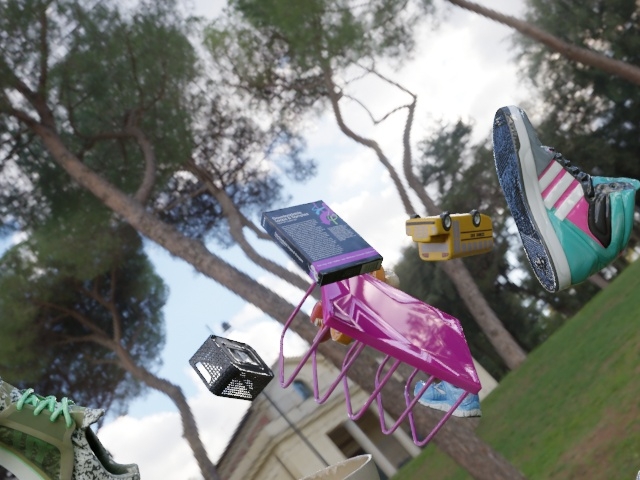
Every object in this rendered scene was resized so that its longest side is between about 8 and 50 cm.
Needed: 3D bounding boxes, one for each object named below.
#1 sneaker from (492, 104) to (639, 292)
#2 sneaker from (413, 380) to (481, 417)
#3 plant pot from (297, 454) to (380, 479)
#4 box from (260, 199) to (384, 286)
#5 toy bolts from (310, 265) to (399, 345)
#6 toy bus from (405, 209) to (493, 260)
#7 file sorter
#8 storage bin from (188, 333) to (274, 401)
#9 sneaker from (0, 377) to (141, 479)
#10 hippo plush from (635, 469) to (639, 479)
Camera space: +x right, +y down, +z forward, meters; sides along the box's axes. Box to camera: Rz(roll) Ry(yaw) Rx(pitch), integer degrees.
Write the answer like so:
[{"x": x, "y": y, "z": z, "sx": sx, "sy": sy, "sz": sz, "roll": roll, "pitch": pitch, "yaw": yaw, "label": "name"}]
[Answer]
[{"x": 0.387, "y": -0.085, "z": 1.165, "sx": 0.178, "sy": 0.296, "sz": 0.124, "roll": -16, "pitch": -5, "yaw": -6, "label": "sneaker"}, {"x": 0.237, "y": 0.275, "z": 1.391, "sx": 0.063, "sy": 0.162, "sz": 0.073, "roll": 8, "pitch": -93, "yaw": -34, "label": "sneaker"}, {"x": -0.013, "y": 0.461, "z": 1.101, "sx": 0.284, "sy": 0.191, "sz": 0.284, "roll": -25, "pitch": -10, "yaw": -5, "label": "plant pot"}, {"x": 0.000, "y": 0.000, "z": 1.132, "sx": 0.116, "sy": 0.162, "sz": 0.029, "roll": -14, "pitch": -46, "yaw": -35, "label": "box"}, {"x": 0.089, "y": 0.176, "z": 1.742, "sx": 0.158, "sy": 0.218, "sz": 0.228, "roll": 11, "pitch": -45, "yaw": -18, "label": "toy bolts"}, {"x": 0.366, "y": -0.016, "z": 2.137, "sx": 0.332, "sy": 0.108, "sz": 0.130, "roll": -7, "pitch": -85, "yaw": -52, "label": "toy bus"}, {"x": 0.091, "y": 0.200, "z": 1.317, "sx": 0.182, "sy": 0.290, "sz": 0.202, "roll": -57, "pitch": 16, "yaw": 22, "label": "file sorter"}, {"x": -0.207, "y": 0.301, "z": 1.785, "sx": 0.084, "sy": 0.122, "sz": 0.180, "roll": -50, "pitch": -32, "yaw": 9, "label": "storage bin"}, {"x": -0.465, "y": 0.317, "z": 1.310, "sx": 0.182, "sy": 0.410, "sz": 0.158, "roll": -37, "pitch": 14, "yaw": 0, "label": "sneaker"}, {"x": 0.751, "y": 0.612, "z": 1.550, "sx": 0.294, "sy": 0.236, "sz": 0.234, "roll": -50, "pitch": -33, "yaw": -45, "label": "hippo plush"}]
